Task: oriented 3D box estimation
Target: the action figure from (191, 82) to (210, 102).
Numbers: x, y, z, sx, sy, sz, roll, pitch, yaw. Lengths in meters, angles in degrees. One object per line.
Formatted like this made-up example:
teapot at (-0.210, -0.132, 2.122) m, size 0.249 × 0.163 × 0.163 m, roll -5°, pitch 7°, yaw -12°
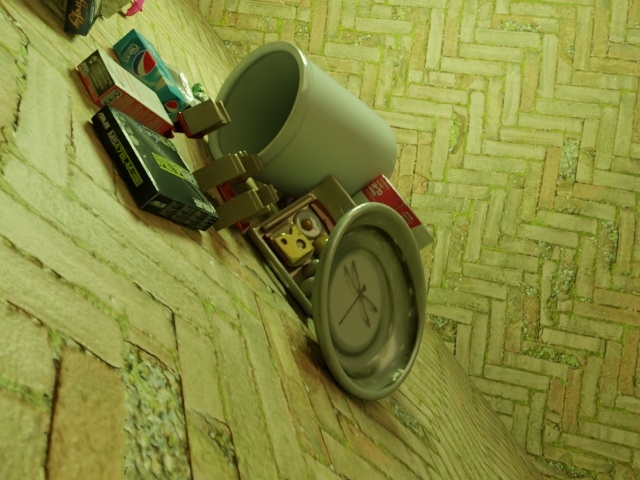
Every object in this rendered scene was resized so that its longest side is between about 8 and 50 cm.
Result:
action figure at (-0.286, -0.332, 1.683) m, size 0.232 × 0.063 × 0.137 m, roll 57°, pitch 2°, yaw 13°

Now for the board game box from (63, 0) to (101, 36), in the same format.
board game box at (-0.452, -0.507, 1.213) m, size 0.042 × 0.165 × 0.243 m, roll 9°, pitch 27°, yaw -18°

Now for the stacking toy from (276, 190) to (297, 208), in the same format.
stacking toy at (0.012, -0.049, 1.828) m, size 0.330 × 0.141 × 0.141 m, roll 54°, pitch 9°, yaw 16°

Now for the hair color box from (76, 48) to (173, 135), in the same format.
hair color box at (-0.346, -0.256, 1.115) m, size 0.093 × 0.053 × 0.167 m, roll 58°, pitch 9°, yaw 24°

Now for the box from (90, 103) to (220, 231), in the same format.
box at (-0.263, -0.112, 1.010) m, size 0.184 × 0.045 × 0.190 m, roll 54°, pitch 9°, yaw 20°

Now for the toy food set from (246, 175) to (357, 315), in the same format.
toy food set at (0.000, 0.000, 1.381) m, size 0.220 × 0.092 × 0.306 m, roll 53°, pitch 44°, yaw 1°

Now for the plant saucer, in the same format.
plant saucer at (0.087, 0.124, 1.296) m, size 0.400 × 0.100 × 0.401 m, roll 6°, pitch 82°, yaw -53°

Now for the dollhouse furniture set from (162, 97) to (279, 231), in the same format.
dollhouse furniture set at (-0.209, -0.139, 1.253) m, size 0.259 × 0.135 × 0.262 m, roll 64°, pitch 8°, yaw -5°

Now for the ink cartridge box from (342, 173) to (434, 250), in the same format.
ink cartridge box at (0.111, 0.007, 1.619) m, size 0.226 × 0.306 × 0.131 m, roll 42°, pitch 14°, yaw -53°

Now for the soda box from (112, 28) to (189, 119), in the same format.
soda box at (-0.367, -0.355, 1.342) m, size 0.210 × 0.067 × 0.071 m, roll 56°, pitch 9°, yaw 25°

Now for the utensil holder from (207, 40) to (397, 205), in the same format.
utensil holder at (-0.035, -0.266, 1.588) m, size 0.385 × 0.327 × 0.328 m, roll 24°, pitch 27°, yaw -44°

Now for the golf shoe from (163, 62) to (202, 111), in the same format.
golf shoe at (-0.337, -0.346, 1.478) m, size 0.176 × 0.069 × 0.086 m, roll 50°, pitch 15°, yaw -10°

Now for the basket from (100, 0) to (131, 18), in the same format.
basket at (-0.513, -0.601, 1.411) m, size 0.103 × 0.113 × 0.167 m, roll 61°, pitch 11°, yaw 21°

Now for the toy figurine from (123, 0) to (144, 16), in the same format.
toy figurine at (-0.541, -0.675, 1.658) m, size 0.173 × 0.130 × 0.159 m, roll 30°, pitch -18°, yaw 29°
